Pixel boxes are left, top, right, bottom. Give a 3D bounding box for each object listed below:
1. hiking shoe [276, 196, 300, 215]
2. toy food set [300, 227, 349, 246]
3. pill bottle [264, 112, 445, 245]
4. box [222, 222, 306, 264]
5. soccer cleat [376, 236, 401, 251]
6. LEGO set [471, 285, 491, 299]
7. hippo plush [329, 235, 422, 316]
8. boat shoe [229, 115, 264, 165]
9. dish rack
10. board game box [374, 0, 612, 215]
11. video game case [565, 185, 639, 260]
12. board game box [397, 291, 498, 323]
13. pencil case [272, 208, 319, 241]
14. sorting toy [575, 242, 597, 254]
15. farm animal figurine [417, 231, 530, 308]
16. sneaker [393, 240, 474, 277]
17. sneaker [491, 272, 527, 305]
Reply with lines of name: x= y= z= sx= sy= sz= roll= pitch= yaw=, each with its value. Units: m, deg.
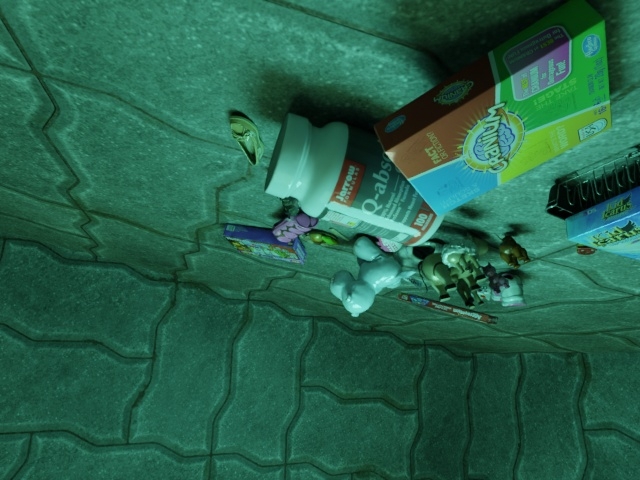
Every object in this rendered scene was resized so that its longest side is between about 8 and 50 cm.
hiking shoe: x=-0.093 y=-0.148 z=1.194 sx=0.114 sy=0.086 sz=0.227 roll=25 pitch=154 yaw=-1
toy food set: x=0.000 y=0.000 z=1.592 sx=0.192 sy=0.038 sz=0.132 roll=-5 pitch=155 yaw=38
pill bottle: x=0.076 y=-0.131 z=0.925 sx=0.363 sy=0.210 sz=0.210 roll=16 pitch=160 yaw=-14
box: x=-0.216 y=0.016 z=1.705 sx=0.294 sy=0.057 sz=0.201 roll=10 pitch=161 yaw=14
soccer cleat: x=0.225 y=-0.047 z=1.222 sx=0.143 sy=0.115 sz=0.331 roll=3 pitch=159 yaw=22
LEGO set: x=0.596 y=0.204 z=1.767 sx=0.183 sy=0.060 sz=0.244 roll=20 pitch=165 yaw=15
hippo plush: x=0.172 y=0.160 z=1.511 sx=0.294 sy=0.236 sz=0.234 roll=38 pitch=171 yaw=36
boat shoe: x=-0.174 y=-0.235 z=1.009 sx=0.056 sy=0.048 sz=0.153 roll=7 pitch=160 yaw=11
dish rack: x=0.649 y=-0.104 z=0.897 sx=0.209 sy=0.074 sz=0.271 roll=16 pitch=159 yaw=-19
board game box: x=0.282 y=-0.184 z=0.691 sx=0.317 sy=0.064 sz=0.242 roll=-29 pitch=144 yaw=22
video game case: x=0.705 y=-0.037 z=0.870 sx=0.245 sy=0.061 sz=0.269 roll=15 pitch=158 yaw=-13
board game box: x=0.400 y=0.213 z=1.351 sx=0.282 sy=0.027 sz=0.145 roll=12 pitch=177 yaw=34
pencil case: x=-0.091 y=-0.053 z=1.417 sx=0.098 sy=0.095 sz=0.209 roll=-19 pitch=174 yaw=-29
sorting toy: x=0.750 y=-0.011 z=1.147 sx=0.132 sy=0.046 sz=0.275 roll=-4 pitch=156 yaw=36
farm animal figurine: x=0.442 y=0.077 z=1.316 sx=0.327 sy=0.172 sz=0.330 roll=-6 pitch=146 yaw=-23
sneaker: x=0.410 y=0.076 z=1.470 sx=0.305 sy=0.114 sz=0.152 roll=14 pitch=161 yaw=-8
sneaker: x=0.713 y=0.176 z=1.623 sx=0.103 sy=0.111 sz=0.252 roll=-5 pitch=180 yaw=7
